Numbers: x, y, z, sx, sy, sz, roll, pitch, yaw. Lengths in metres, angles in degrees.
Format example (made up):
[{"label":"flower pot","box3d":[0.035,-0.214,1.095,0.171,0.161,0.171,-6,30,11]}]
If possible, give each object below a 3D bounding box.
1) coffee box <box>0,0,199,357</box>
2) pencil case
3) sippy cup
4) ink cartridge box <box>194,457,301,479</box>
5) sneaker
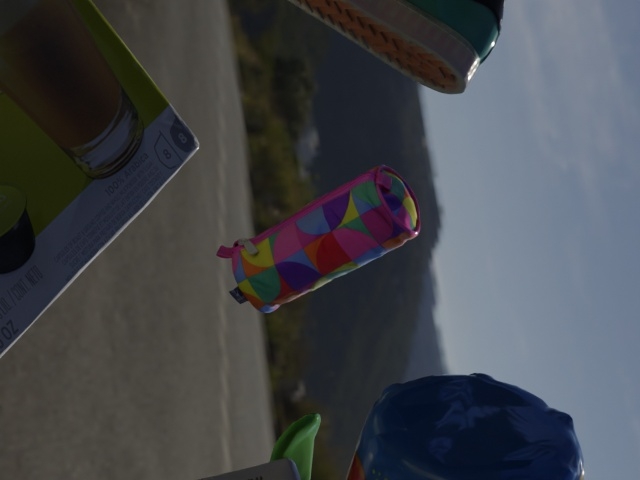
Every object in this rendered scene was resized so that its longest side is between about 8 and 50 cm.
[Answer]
[{"label":"coffee box","box3d":[-0.379,-0.066,1.199,0.334,0.338,0.337,54,45,-16]},{"label":"pencil case","box3d":[0.000,0.000,1.768,0.104,0.236,0.104,47,27,-33]},{"label":"sippy cup","box3d":[0.106,0.234,1.188,0.240,0.306,0.224,-85,-179,-63]},{"label":"ink cartridge box","box3d":[-0.032,0.346,0.843,0.395,0.166,0.285,-117,-167,-69]},{"label":"sneaker","box3d":[0.036,-0.264,1.389,0.121,0.302,0.108,-58,-169,-17]}]
